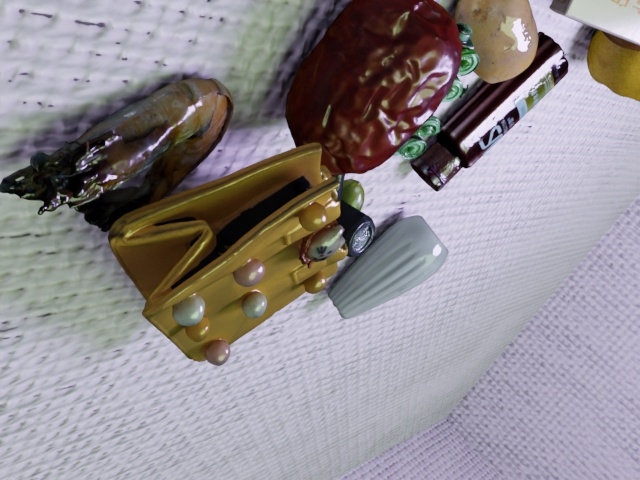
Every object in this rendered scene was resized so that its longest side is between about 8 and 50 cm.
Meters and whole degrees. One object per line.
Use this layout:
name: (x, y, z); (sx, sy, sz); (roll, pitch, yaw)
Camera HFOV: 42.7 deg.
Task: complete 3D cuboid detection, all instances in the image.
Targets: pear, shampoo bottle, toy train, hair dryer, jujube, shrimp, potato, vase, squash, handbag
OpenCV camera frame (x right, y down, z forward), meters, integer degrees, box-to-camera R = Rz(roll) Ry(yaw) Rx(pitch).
pear: (0.638, -0.380, 1.613); (0.209, 0.209, 0.209); (-36, 155, -19)
shampoo bottle: (0.303, -0.224, 1.472); (0.323, 0.084, 0.129); (-44, 154, -1)
toy train: (0.134, -0.217, 1.204); (0.119, 0.085, 0.251); (2, 140, -26)
hair dryer: (0.030, -0.091, 1.232); (0.071, 0.124, 0.219); (-25, 134, -43)
jujube: (0.062, -0.196, 1.017); (0.174, 0.174, 0.250); (-15, 150, -49)
shrimp: (-0.213, -0.079, 0.899); (0.289, 0.075, 0.178); (-43, 163, -38)
potato: (0.262, -0.315, 1.224); (0.178, 0.118, 0.109); (55, 45, -53)
vase: (0.127, 0.060, 1.619); (0.248, 0.128, 0.128); (-37, 158, 7)
squash: (0.000, 0.000, 1.372); (0.066, 0.066, 0.252); (-7, 138, -55)
handbag: (-0.095, 0.029, 1.065); (0.283, 0.133, 0.401); (-32, 165, -10)

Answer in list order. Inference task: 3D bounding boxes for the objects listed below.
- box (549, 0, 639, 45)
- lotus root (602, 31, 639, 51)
box: (0.487, -0.466, 1.148); (0.204, 0.051, 0.365); (11, 114, -27)
lotus root: (0.562, -0.424, 1.374); (0.272, 0.272, 0.192); (-41, 168, -7)
